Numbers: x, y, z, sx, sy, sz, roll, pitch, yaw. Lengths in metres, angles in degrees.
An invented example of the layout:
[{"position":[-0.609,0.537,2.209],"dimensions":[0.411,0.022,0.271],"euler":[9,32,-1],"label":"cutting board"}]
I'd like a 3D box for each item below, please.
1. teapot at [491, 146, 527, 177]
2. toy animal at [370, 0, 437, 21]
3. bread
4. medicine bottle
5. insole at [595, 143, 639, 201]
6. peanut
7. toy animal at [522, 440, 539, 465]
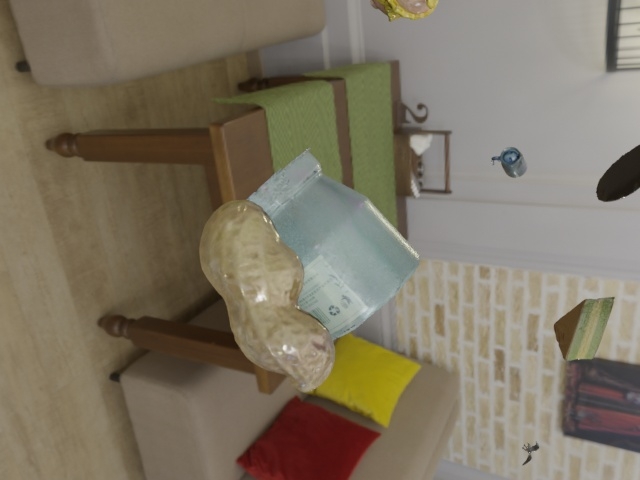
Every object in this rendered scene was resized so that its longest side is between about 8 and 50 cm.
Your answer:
[{"position":[0.412,-0.172,1.203],"dimensions":[0.049,0.063,0.083],"euler":[-59,147,2],"label":"teapot"},{"position":[0.178,-0.549,1.182],"dimensions":[0.156,0.230,0.156],"euler":[-10,124,-16],"label":"toy animal"},{"position":[0.550,0.181,1.135],"dimensions":[0.139,0.074,0.084],"euler":[106,-19,-56],"label":"bread"},{"position":[0.000,0.000,1.018],"dimensions":[0.290,0.245,0.245],"euler":[50,41,-5],"label":"medicine bottle"},{"position":[0.619,-0.157,1.031],"dimensions":[0.309,0.012,0.110],"euler":[120,-10,-60],"label":"insole"},{"position":[-0.061,0.062,0.614],"dimensions":[0.085,0.104,0.228],"euler":[58,9,-86],"label":"peanut"},{"position":[0.549,0.551,1.461],"dimensions":[0.050,0.028,0.084],"euler":[-97,-156,-59],"label":"toy animal"}]
